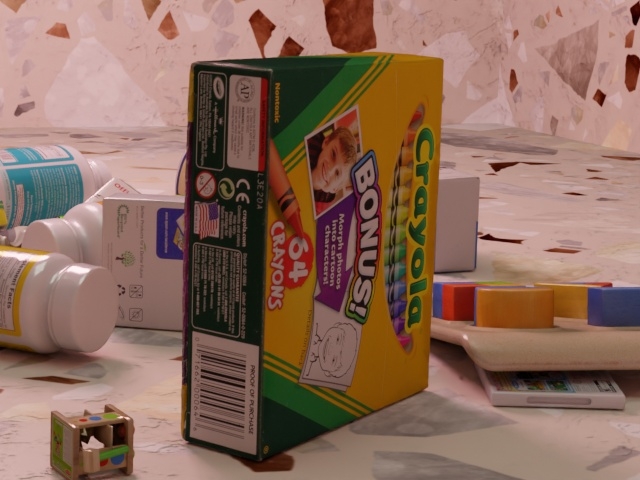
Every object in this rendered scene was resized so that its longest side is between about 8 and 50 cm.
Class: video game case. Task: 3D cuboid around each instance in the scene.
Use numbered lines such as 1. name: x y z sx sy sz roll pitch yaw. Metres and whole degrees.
1. video game case: 0.250 0.155 1.592 0.143 0.019 0.157 1 11 -1

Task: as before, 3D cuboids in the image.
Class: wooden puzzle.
1. wooden puzzle: 0.281 0.087 1.719 0.322 0.080 0.348 1 5 -12

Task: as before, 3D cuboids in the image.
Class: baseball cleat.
1. baseball cleat: -0.472 0.025 2.040 0.109 0.072 0.206 -10 4 10

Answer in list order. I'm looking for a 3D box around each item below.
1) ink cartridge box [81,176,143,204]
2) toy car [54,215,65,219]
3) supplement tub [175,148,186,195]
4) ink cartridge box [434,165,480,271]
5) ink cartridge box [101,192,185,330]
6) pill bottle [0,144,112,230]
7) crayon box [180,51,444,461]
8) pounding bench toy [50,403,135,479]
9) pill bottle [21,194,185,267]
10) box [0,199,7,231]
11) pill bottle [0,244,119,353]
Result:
1. ink cartridge box: -0.300 -0.016 2.056 0.099 0.056 0.135 35 43 7
2. toy car: -0.344 0.001 2.188 0.239 0.053 0.225 -3 12 -30
3. supplement tub: -0.071 -0.057 2.078 0.228 0.228 0.316 -1 11 -18
4. ink cartridge box: 0.164 -0.041 2.262 0.086 0.148 0.203 -5 12 -24
5. ink cartridge box: -0.104 0.032 1.774 0.332 0.165 0.065 5 10 8
6. pill bottle: -0.470 -0.080 2.342 0.146 0.146 0.264 13 14 43
7. crayon box: 0.000 0.000 1.430 0.106 0.363 0.313 10 13 34
8. pounding bench toy: -0.192 0.182 1.262 0.065 0.052 0.083 -4 13 -32
9. pill bottle: -0.266 0.013 1.910 0.245 0.136 0.136 -7 14 -40
10. box: -0.561 -0.016 2.127 0.179 0.043 0.105 -12 -9 -21
11. pill bottle: -0.347 0.068 1.658 0.208 0.119 0.119 7 12 22
